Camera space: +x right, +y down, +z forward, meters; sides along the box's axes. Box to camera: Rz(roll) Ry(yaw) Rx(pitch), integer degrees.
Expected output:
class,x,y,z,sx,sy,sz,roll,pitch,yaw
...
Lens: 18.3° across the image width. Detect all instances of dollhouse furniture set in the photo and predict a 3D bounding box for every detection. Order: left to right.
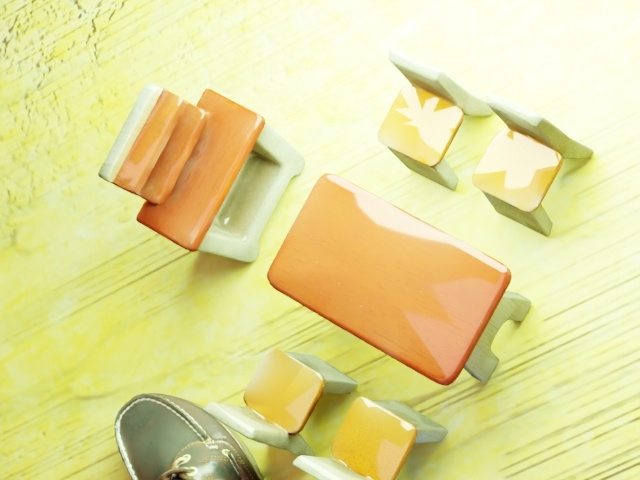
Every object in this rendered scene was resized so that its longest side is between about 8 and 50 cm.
class,x,y,z,sx,sy,sz,roll,pitch,yaw
dollhouse furniture set,0.000,0.000,1.246,0.259,0.135,0.262,28,90,31

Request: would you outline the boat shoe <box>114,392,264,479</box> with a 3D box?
class,x,y,z,sx,sy,sz,roll,pitch,yaw
boat shoe,-0.070,0.169,1.274,0.207,0.073,0.073,43,99,31
